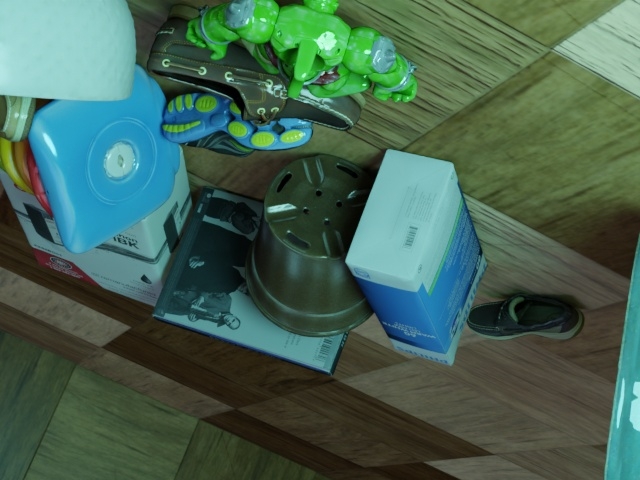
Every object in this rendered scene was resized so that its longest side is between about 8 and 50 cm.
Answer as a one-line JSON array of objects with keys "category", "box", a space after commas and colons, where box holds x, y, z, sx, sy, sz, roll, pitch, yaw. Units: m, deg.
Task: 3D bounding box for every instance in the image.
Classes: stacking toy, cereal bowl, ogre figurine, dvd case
[{"category": "stacking toy", "box": [-0.313, -0.118, 1.469, 0.301, 0.165, 0.175, 18, 132, 40]}, {"category": "cereal bowl", "box": [-0.319, -0.212, 1.138, 0.338, 0.141, 0.339, 9, -170, -2]}, {"category": "ogre figurine", "box": [-0.009, -0.161, 1.099, 0.197, 0.097, 0.118, 35, 172, -3]}, {"category": "dvd case", "box": [-0.065, 0.046, 1.606, 0.238, 0.179, 0.029, 17, 165, 17]}]

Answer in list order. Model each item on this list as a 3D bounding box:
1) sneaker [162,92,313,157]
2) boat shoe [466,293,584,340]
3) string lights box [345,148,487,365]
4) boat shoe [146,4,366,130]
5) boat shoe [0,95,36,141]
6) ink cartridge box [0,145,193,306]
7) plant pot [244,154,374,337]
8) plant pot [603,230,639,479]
[{"category": "sneaker", "box": [-0.078, -0.122, 1.357, 0.188, 0.067, 0.078, 3, 175, 40]}, {"category": "boat shoe", "box": [0.239, 0.087, 1.585, 0.152, 0.056, 0.049, -4, 145, 35]}, {"category": "string lights box", "box": [0.110, 0.025, 1.420, 0.076, 0.133, 0.260, 14, 160, 21]}, {"category": "boat shoe", "box": [-0.062, -0.144, 1.241, 0.207, 0.073, 0.073, 23, 161, -6]}, {"category": "boat shoe", "box": [-0.339, -0.151, 1.327, 0.072, 0.068, 0.190, 14, -165, -32]}, {"category": "ink cartridge box", "box": [-0.270, -0.041, 1.661, 0.197, 0.114, 0.273, 19, 155, 9]}, {"category": "plant pot", "box": [0.000, 0.000, 1.455, 0.167, 0.167, 0.165, 20, 155, 6]}, {"category": "plant pot", "box": [0.436, 0.166, 1.186, 0.334, 0.341, 0.341, 8, 159, 16]}]
